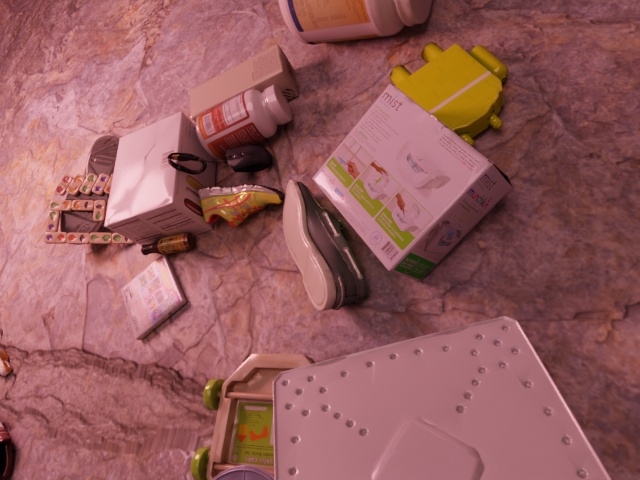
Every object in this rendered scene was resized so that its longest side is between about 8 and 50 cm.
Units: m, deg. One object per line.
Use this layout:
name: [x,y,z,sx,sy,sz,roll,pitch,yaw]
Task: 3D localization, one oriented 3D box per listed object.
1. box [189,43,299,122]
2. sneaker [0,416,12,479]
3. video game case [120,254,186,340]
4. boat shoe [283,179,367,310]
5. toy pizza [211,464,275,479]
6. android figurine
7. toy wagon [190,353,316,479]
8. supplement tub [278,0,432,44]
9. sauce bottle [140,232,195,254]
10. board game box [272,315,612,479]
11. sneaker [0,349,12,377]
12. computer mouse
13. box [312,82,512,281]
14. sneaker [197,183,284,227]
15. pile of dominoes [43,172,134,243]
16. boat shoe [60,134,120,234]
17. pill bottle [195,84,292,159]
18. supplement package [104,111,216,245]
box: [-0.200,-0.383,1.154,0.274,0.094,0.113,-20,58,17]
sneaker: [-0.799,0.545,0.991,0.162,0.106,0.282,20,75,29]
video game case: [-0.395,0.129,1.045,0.143,0.019,0.157,-39,55,4]
boat shoe: [0.000,0.000,0.886,0.098,0.116,0.320,-2,46,-23]
toy pizza: [-0.115,0.447,0.661,0.201,0.032,0.202,-11,61,21]
android figurine: [0.257,-0.295,0.907,0.248,0.056,0.273,-35,55,7]
toy wagon: [-0.091,0.368,0.748,0.266,0.068,0.345,-6,65,24]
supplement tub: [0.083,-0.591,1.034,0.315,0.228,0.229,8,70,29]
sauce bottle: [-0.366,0.012,1.063,0.128,0.042,0.042,-13,61,11]
board game box: [0.135,0.300,0.560,0.389,0.050,0.390,-16,38,5]
sneaker: [-0.836,0.321,1.161,0.037,0.032,0.083,-47,55,-2]
computer mouse: [-0.223,-0.190,1.017,0.241,0.041,0.071,-8,71,-25]
box: [0.149,-0.105,0.791,0.231,0.126,0.262,-49,53,16]
sneaker: [-0.179,-0.077,1.012,0.208,0.081,0.094,-2,88,20]
pile of dominoes: [-0.590,-0.090,1.161,0.250,0.040,0.196,0,77,-2]
boat shoe: [-0.619,-0.134,1.246,0.118,0.103,0.321,10,74,1]
pill bottle: [-0.184,-0.290,1.085,0.215,0.121,0.121,-21,59,16]
supplement package: [-0.382,-0.143,1.095,0.203,0.145,0.262,-15,61,20]
